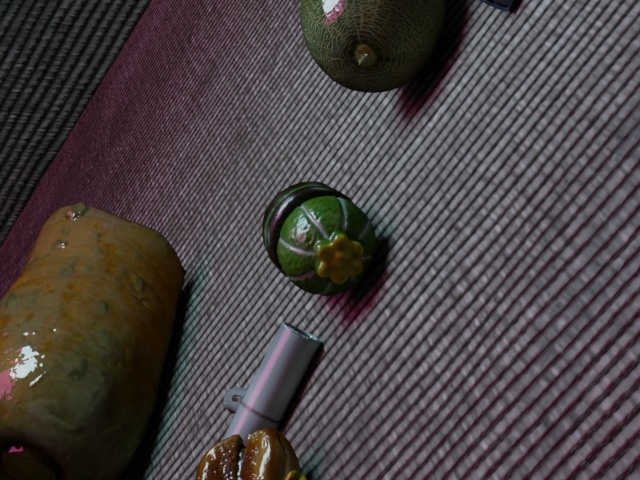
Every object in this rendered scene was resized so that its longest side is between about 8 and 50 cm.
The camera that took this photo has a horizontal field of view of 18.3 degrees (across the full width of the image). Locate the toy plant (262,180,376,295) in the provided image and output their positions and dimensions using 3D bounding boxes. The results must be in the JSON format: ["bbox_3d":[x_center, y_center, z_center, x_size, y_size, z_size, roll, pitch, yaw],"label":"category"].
[{"bbox_3d":[0.000,0.000,1.793,0.092,0.093,0.162,-64,19,4],"label":"toy plant"}]

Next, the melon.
[{"bbox_3d":[0.049,-0.214,1.867,0.139,0.139,0.192,-53,16,35],"label":"melon"}]

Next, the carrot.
[{"bbox_3d":[-0.282,0.132,2.271,0.224,0.224,0.340,-48,17,46],"label":"carrot"}]

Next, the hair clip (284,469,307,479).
[{"bbox_3d":[-0.006,0.241,1.520,0.072,0.046,0.173,-64,14,12],"label":"hair clip"}]

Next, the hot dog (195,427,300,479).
[{"bbox_3d":[-0.064,0.261,1.626,0.100,0.068,0.249,-16,44,26],"label":"hot dog"}]

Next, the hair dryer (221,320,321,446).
[{"bbox_3d":[-0.063,0.138,1.879,0.155,0.044,0.183,-61,13,5],"label":"hair dryer"}]

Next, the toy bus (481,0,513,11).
[{"bbox_3d":[0.176,-0.275,1.724,0.153,0.051,0.061,-64,3,5],"label":"toy bus"}]
